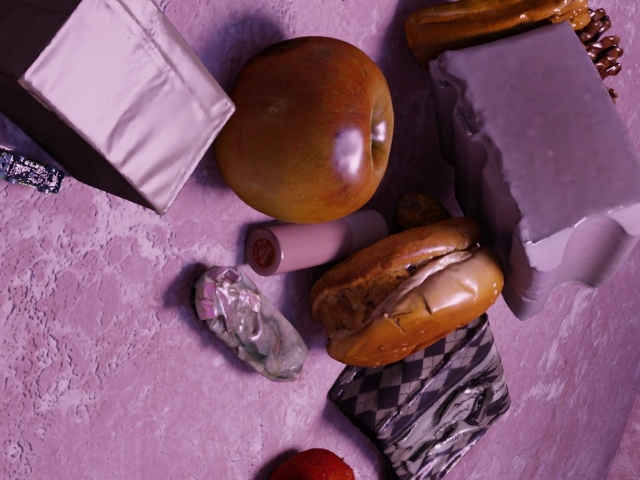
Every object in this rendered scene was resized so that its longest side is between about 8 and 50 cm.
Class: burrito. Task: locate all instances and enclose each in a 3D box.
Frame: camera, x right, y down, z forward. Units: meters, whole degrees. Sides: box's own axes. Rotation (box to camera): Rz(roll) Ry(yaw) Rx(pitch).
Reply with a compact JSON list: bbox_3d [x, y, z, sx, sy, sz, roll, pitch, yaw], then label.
[{"bbox_3d":[-0.095,0.126,1.332,0.096,0.066,0.309,-61,148,-15],"label":"burrito"}]

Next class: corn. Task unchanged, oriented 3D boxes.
[{"bbox_3d":[0.209,0.007,1.658,0.313,0.102,0.102,39,76,-51],"label":"corn"}]

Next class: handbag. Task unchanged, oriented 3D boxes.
[{"bbox_3d":[0.201,0.306,1.760,0.317,0.180,0.416,-48,147,-13],"label":"handbag"}]

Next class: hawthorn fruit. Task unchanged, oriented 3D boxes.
[{"bbox_3d":[-0.010,0.406,1.540,0.172,0.148,0.148,-49,143,-46],"label":"hawthorn fruit"}]

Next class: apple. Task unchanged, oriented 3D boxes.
[{"bbox_3d":[-0.023,-0.137,1.194,0.237,0.207,0.237,8,90,-71],"label":"apple"}]

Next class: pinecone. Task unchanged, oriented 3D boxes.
[{"bbox_3d":[0.469,-0.346,1.749,0.185,0.168,0.212,11,96,-13],"label":"pinecone"}]

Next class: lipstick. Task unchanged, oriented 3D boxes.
[{"bbox_3d":[0.000,0.000,1.388,0.254,0.070,0.070,-12,117,-50],"label":"lipstick"}]

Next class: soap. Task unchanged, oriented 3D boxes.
[{"bbox_3d":[0.341,-0.092,1.504,0.213,0.350,0.435,-24,160,0],"label":"soap"}]

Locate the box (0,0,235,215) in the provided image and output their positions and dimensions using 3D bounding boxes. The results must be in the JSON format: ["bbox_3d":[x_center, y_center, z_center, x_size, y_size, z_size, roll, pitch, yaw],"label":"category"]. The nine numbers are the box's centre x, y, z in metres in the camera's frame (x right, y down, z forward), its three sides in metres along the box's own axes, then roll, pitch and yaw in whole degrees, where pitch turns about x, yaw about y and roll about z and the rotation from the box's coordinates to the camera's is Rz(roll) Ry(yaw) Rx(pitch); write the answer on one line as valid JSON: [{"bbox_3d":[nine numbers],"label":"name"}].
[{"bbox_3d":[-0.222,-0.162,0.929,0.155,0.149,0.231,-59,145,-14],"label":"box"}]

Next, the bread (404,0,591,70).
[{"bbox_3d":[0.267,-0.331,1.423,0.139,0.271,0.077,29,48,-67],"label":"bread"}]

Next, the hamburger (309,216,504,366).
[{"bbox_3d":[0.140,0.085,1.476,0.314,0.290,0.170,-13,74,-53],"label":"hamburger"}]

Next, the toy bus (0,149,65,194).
[{"bbox_3d":[-0.303,-0.071,0.967,0.083,0.037,0.031,19,91,-57],"label":"toy bus"}]
